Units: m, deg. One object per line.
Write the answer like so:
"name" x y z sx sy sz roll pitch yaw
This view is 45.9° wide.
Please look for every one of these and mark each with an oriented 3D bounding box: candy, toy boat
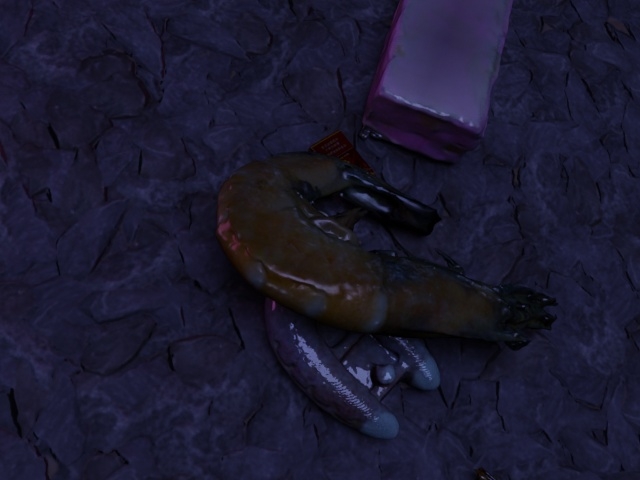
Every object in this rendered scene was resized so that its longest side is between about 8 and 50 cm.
"candy" 0.162 -0.247 1.034 0.155 0.116 0.265 18 64 -2
"toy boat" 0.033 0.115 0.875 0.227 0.085 0.155 44 67 7

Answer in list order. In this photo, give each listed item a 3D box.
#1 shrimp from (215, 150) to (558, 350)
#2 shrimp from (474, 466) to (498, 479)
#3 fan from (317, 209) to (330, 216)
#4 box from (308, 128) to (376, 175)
"shrimp" 0.090 0.015 0.894 0.445 0.085 0.272 18 40 -15
"shrimp" 0.259 0.318 0.873 0.124 0.034 0.178 -29 79 -24
"fan" 0.001 -0.009 0.961 0.080 0.003 0.060 28 66 0
"box" 0.028 -0.100 0.993 0.051 0.023 0.082 -34 79 -21
